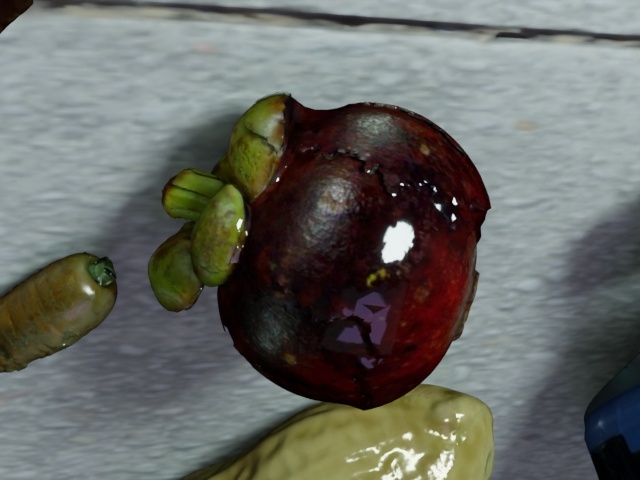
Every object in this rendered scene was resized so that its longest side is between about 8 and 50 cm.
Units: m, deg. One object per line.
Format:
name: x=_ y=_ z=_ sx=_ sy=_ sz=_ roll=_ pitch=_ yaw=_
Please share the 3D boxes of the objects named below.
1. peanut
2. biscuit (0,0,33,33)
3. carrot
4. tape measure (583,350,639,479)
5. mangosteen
peanut: x=-0.014 y=0.195 z=1.068 sx=0.305 sy=0.147 sz=0.147 roll=-35 pitch=139 yaw=11
biscuit: x=-0.222 y=-0.206 z=0.547 sx=0.107 sy=0.073 sz=0.388 roll=-35 pitch=139 yaw=21
carrot: x=-0.222 y=0.077 z=0.905 sx=0.254 sy=0.049 sz=0.049 roll=-29 pitch=141 yaw=16
tape measure: x=0.320 y=0.137 z=1.085 sx=0.259 sy=0.138 sz=0.262 roll=-7 pitch=151 yaw=-31
mangosteen: x=0.000 y=0.000 z=0.828 sx=0.180 sy=0.166 sz=0.166 roll=19 pitch=133 yaw=-4
